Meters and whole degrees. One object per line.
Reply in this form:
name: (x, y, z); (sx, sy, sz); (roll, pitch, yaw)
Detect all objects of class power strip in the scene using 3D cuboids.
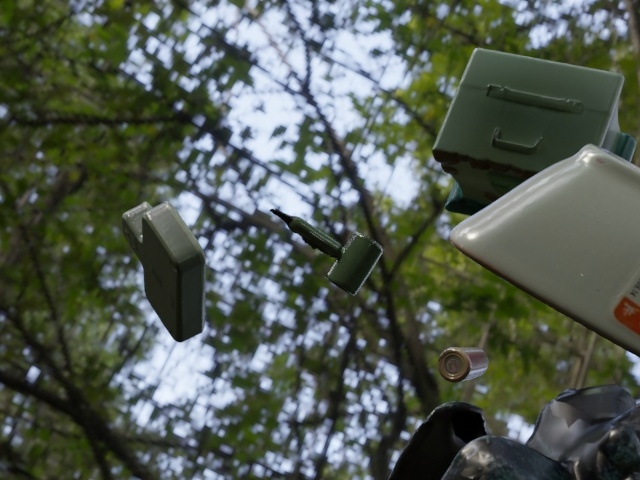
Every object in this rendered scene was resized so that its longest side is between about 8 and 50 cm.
power strip: (-0.249, 0.028, 2.102); (0.194, 0.059, 0.265); (53, -23, 23)

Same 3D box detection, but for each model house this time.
model house: (0.166, -0.060, 1.008); (0.127, 0.100, 0.149); (14, -21, 23)

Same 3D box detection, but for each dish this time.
dish: (0.178, 0.027, 0.568); (0.234, 0.064, 0.154); (31, 10, 12)

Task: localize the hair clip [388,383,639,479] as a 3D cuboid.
hair clip: (0.192, 0.217, 0.839); (0.310, 0.206, 0.194); (53, -3, -11)

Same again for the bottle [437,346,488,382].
bottle: (0.187, 0.160, 1.719); (0.045, 0.045, 0.096); (7, 2, 24)

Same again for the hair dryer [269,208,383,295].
hair dryer: (0.000, 0.000, 1.634); (0.150, 0.071, 0.047); (33, -6, -11)
